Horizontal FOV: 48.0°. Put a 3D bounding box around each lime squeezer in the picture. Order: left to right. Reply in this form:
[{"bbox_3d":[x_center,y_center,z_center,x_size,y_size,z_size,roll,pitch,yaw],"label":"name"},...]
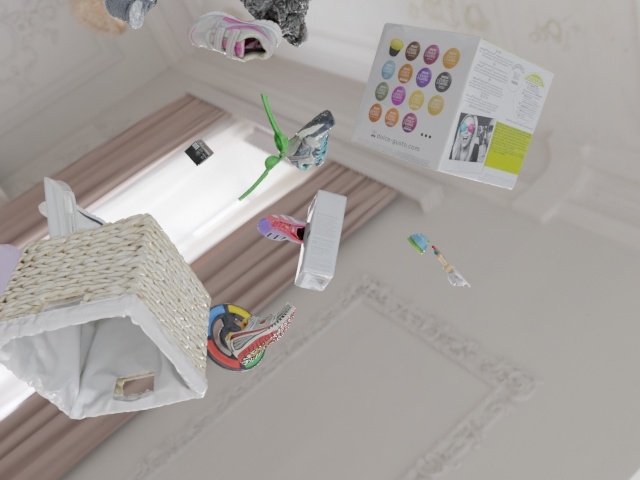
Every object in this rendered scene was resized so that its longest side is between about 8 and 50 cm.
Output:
[{"bbox_3d":[-0.147,-0.250,2.035,0.110,0.310,0.059,14,-2,-39],"label":"lime squeezer"}]

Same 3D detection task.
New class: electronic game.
[{"bbox_3d":[-0.270,0.299,2.224,0.229,0.229,0.048,50,-49,3],"label":"electronic game"}]

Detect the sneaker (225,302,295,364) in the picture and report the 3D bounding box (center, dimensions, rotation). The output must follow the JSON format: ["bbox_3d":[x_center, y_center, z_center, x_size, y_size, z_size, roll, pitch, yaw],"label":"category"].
[{"bbox_3d":[-0.147,0.217,1.832,0.093,0.225,0.088,41,-45,16],"label":"sneaker"}]

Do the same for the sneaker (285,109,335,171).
[{"bbox_3d":[-0.013,-0.296,2.178,0.122,0.110,0.283,49,-28,-6],"label":"sneaker"}]

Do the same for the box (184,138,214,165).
[{"bbox_3d":[-0.371,-0.270,2.204,0.062,0.052,0.083,49,10,-7],"label":"box"}]

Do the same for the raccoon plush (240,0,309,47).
[{"bbox_3d":[-0.064,-0.754,2.082,0.216,0.299,0.446,51,15,1],"label":"raccoon plush"}]

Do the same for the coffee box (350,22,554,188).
[{"bbox_3d":[0.346,-0.357,1.911,0.338,0.334,0.338,7,15,-42],"label":"coffee box"}]

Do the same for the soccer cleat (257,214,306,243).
[{"bbox_3d":[-0.087,-0.031,2.142,0.248,0.083,0.095,16,-5,24],"label":"soccer cleat"}]

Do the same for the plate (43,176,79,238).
[{"bbox_3d":[-0.707,-0.034,1.994,0.277,0.045,0.277,-169,-107,-80],"label":"plate"}]

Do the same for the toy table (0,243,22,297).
[{"bbox_3d":[-0.730,0.137,1.846,0.252,0.161,0.274,-13,-93,34],"label":"toy table"}]

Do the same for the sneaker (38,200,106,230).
[{"bbox_3d":[-0.808,-0.056,2.346,0.235,0.094,0.090,27,-35,-35],"label":"sneaker"}]

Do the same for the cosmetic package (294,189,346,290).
[{"bbox_3d":[0.000,0.000,1.843,0.086,0.231,0.117,13,-27,-9],"label":"cosmetic package"}]

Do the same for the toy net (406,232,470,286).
[{"bbox_3d":[0.356,0.066,2.146,0.232,0.045,0.122,49,8,20],"label":"toy net"}]

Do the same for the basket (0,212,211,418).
[{"bbox_3d":[-0.432,0.159,1.468,0.331,0.329,0.266,63,19,-46],"label":"basket"}]

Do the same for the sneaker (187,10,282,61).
[{"bbox_3d":[-0.232,-0.539,1.916,0.111,0.252,0.103,-86,179,-48],"label":"sneaker"}]

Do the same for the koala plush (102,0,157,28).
[{"bbox_3d":[-0.489,-0.673,1.880,0.203,0.221,0.196,4,25,-48],"label":"koala plush"}]
